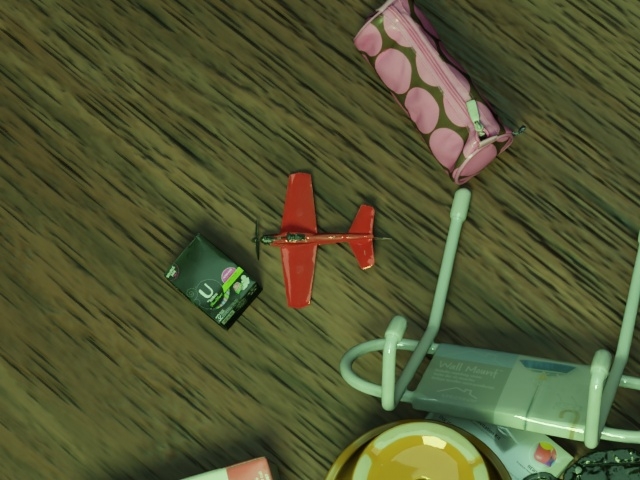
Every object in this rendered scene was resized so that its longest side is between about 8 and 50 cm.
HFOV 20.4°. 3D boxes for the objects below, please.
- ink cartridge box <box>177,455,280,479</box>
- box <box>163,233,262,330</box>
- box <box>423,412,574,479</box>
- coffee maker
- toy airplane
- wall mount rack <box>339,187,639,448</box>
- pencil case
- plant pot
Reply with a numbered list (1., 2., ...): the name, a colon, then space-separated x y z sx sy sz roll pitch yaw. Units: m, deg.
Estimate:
1. ink cartridge box: -0.134 0.328 1.829 0.218 0.092 0.158 -16 78 2
2. box: -0.115 0.045 1.900 0.083 0.052 0.062 40 85 13
3. box: 0.147 0.251 1.836 0.145 0.038 0.186 39 87 12
4. coffee maker: 0.281 0.256 1.746 0.171 0.178 0.120 20 80 9
5. toy airplane: 0.000 0.000 1.907 0.151 0.028 0.151 -1 81 7
6. wall mount rack: 0.204 0.078 1.779 0.350 0.304 0.130 9 119 15
7. pencil case: 0.120 -0.166 1.888 0.095 0.098 0.209 -37 76 -1
8. plant pot: 0.094 0.258 1.708 0.205 0.188 0.205 -1 70 2
